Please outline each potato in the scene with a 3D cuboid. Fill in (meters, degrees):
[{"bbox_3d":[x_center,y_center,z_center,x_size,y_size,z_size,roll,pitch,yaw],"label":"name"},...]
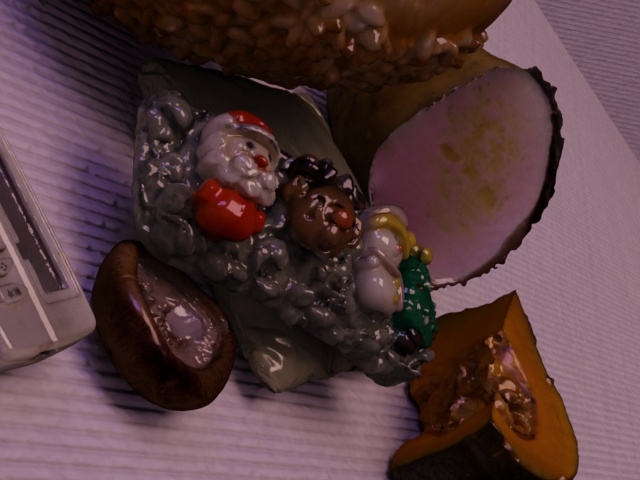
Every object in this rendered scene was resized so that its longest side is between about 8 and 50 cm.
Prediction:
[{"bbox_3d":[0.099,-0.113,1.326,0.229,0.229,0.266,47,1,-31],"label":"potato"}]

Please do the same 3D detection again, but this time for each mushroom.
[{"bbox_3d":[-0.104,0.055,0.842,0.123,0.052,0.123,50,16,-21],"label":"mushroom"}]

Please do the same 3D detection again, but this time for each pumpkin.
[{"bbox_3d":[0.147,0.157,1.166,0.126,0.131,0.248,45,30,-15],"label":"pumpkin"}]

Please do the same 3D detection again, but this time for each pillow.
[{"bbox_3d":[-0.020,-0.016,1.079,0.281,0.076,0.274,2,62,-64],"label":"pillow"}]

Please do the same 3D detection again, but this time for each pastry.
[{"bbox_3d":[-0.039,-0.247,1.017,0.410,0.245,0.409,16,8,-2],"label":"pastry"}]

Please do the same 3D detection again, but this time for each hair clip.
[{"bbox_3d":[0.002,0.000,0.938,0.321,0.091,0.138,31,49,-44],"label":"hair clip"}]

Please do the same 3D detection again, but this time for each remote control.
[{"bbox_3d":[-0.207,-0.036,0.730,0.230,0.049,0.090,62,21,5],"label":"remote control"}]
